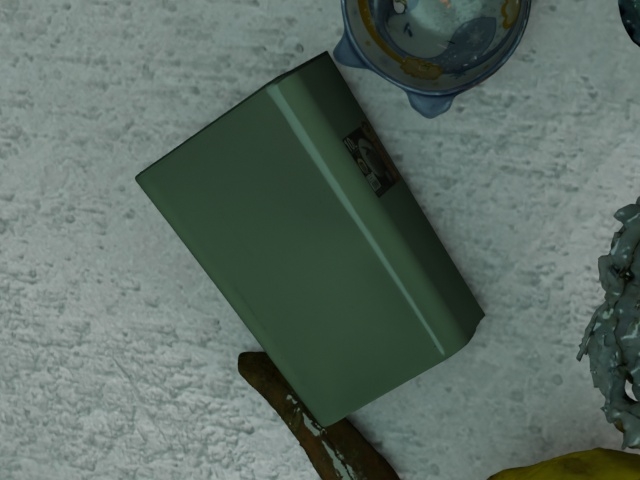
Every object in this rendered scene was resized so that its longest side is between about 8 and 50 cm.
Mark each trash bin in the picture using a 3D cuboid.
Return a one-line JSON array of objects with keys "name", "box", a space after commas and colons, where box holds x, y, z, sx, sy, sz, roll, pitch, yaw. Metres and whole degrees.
[{"name": "trash bin", "box": [0.000, 0.000, 1.693, 0.223, 0.158, 0.343, -33, 95, 24]}]

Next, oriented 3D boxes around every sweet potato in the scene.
[{"name": "sweet potato", "box": [0.005, 0.224, 1.786, 0.075, 0.075, 0.273, -44, 83, 23]}]

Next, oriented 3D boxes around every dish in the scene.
[{"name": "dish", "box": [0.118, -0.263, 1.623, 0.228, 0.086, 0.236, 29, 111, 13]}]

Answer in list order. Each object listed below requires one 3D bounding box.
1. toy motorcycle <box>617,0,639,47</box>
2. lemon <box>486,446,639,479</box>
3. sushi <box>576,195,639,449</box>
[{"name": "toy motorcycle", "box": [0.470, -0.302, 1.437, 0.237, 0.169, 0.410, 43, 98, 17]}, {"name": "lemon", "box": [0.286, 0.397, 1.573, 0.350, 0.350, 0.387, -44, 77, 23]}, {"name": "sushi", "box": [0.434, 0.081, 1.450, 0.417, 0.176, 0.417, -17, 67, 48]}]
